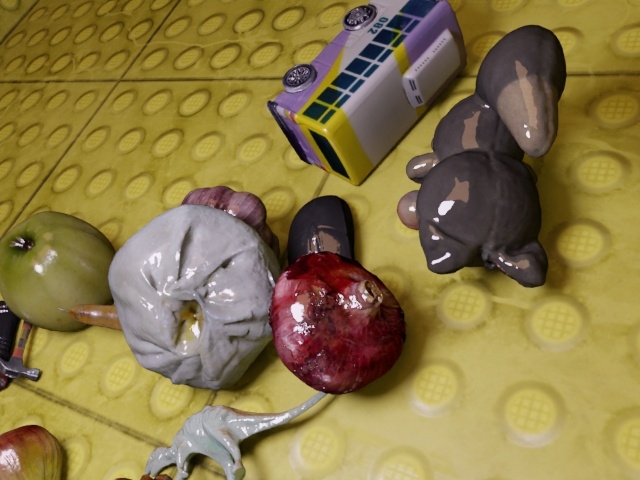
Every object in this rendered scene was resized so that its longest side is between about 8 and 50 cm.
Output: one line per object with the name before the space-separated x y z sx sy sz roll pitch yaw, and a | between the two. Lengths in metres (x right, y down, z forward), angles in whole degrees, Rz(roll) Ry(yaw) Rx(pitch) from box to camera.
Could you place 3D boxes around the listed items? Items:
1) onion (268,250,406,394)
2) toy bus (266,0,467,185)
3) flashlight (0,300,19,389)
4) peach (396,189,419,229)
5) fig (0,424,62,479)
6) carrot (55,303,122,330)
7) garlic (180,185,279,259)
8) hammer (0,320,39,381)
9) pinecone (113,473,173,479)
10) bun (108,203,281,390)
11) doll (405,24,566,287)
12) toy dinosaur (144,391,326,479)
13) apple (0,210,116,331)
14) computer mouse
onion | 0.039 0.130 1.074 0.219 0.252 0.252 -44 33 44
toy bus | 0.125 -0.361 1.436 0.440 0.209 0.249 -48 49 -11
flashlight | -0.780 0.251 1.546 0.092 0.093 0.232 -24 42 10
peach | 0.191 -0.060 1.258 0.083 0.083 0.083 -15 50 18
fig | -0.554 0.470 1.237 0.231 0.143 0.160 45 77 0
carrot | -0.424 0.163 1.368 0.297 0.078 0.078 5 56 8
garlic | -0.200 -0.002 1.313 0.244 0.245 0.161 3 40 30
hammer | -0.709 0.209 1.543 0.033 0.111 0.288 -56 26 33
pinecone | -0.315 0.501 1.006 0.272 0.224 0.224 -40 43 23
bun | -0.237 0.109 1.172 0.354 0.355 0.194 -21 10 13
doll | 0.273 -0.126 1.080 0.252 0.379 0.383 -2 57 7
toy dinosaur | -0.154 0.355 1.118 0.393 0.092 0.206 -40 40 7
apple | -0.604 0.075 1.478 0.278 0.279 0.279 -15 50 18
computer mouse | 0.000 0.000 1.310 0.137 0.086 0.270 -15 51 19
